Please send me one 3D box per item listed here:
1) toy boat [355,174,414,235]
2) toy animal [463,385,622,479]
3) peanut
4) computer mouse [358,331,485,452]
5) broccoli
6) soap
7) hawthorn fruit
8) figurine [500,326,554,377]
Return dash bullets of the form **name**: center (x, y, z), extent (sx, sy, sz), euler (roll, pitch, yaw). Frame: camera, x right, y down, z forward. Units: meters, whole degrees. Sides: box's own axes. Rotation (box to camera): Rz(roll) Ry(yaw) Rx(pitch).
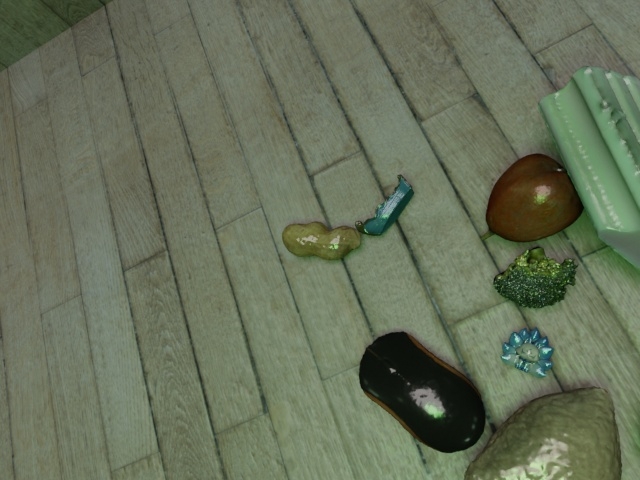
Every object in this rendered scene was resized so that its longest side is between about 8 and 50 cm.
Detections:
- **toy boat**: center (0.171, -0.090, 1.330), extent (0.077, 0.075, 0.185), euler (36, 93, 23)
- **toy animal**: center (0.469, 0.446, 0.997), extent (0.358, 0.188, 0.226), euler (-44, 75, 1)
- **peanut**: center (0.000, 0.000, 1.357), extent (0.227, 0.085, 0.104), euler (8, 74, 20)
- **computer mouse**: center (0.229, 0.347, 1.154), extent (0.323, 0.116, 0.183), euler (35, 82, 26)
- **broccoli**: center (0.493, 0.078, 1.147), extent (0.154, 0.167, 0.160), euler (20, 48, -8)
- **soap**: center (0.672, -0.141, 1.061), extent (0.156, 0.261, 0.446), euler (-43, 55, 51)
- **hawthorn fruit**: center (0.478, -0.081, 1.172), extent (0.251, 0.199, 0.199), euler (-39, 64, 25)
- **figurine**: center (0.470, 0.244, 1.117), extent (0.114, 0.079, 0.114), euler (-9, 69, 24)
